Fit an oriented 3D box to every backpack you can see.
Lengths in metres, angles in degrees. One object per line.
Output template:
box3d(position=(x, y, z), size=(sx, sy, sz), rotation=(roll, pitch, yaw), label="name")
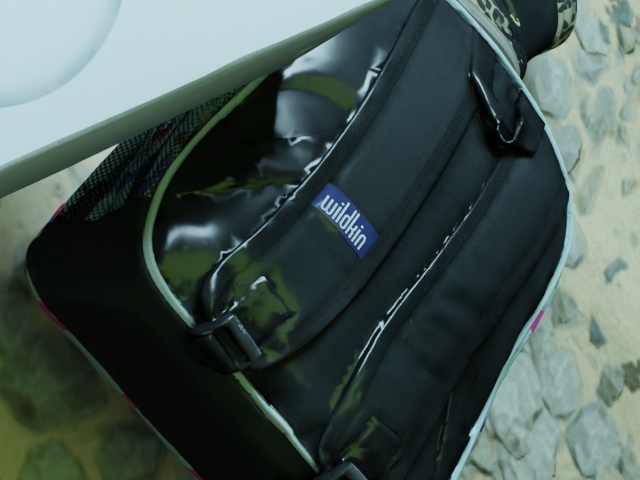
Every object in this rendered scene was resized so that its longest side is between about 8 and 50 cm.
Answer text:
box3d(position=(0.000, 0.000, 0.847), size=(0.225, 0.191, 0.253), rotation=(50, 59, -23), label="backpack")

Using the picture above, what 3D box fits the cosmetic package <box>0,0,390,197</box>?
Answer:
box3d(position=(-0.166, -0.203, 0.637), size=(0.284, 0.097, 0.377), rotation=(-31, 94, -44), label="cosmetic package")

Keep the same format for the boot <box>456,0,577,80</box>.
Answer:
box3d(position=(0.049, -0.178, 1.001), size=(0.236, 0.085, 0.178), rotation=(50, 31, 1), label="boot")
